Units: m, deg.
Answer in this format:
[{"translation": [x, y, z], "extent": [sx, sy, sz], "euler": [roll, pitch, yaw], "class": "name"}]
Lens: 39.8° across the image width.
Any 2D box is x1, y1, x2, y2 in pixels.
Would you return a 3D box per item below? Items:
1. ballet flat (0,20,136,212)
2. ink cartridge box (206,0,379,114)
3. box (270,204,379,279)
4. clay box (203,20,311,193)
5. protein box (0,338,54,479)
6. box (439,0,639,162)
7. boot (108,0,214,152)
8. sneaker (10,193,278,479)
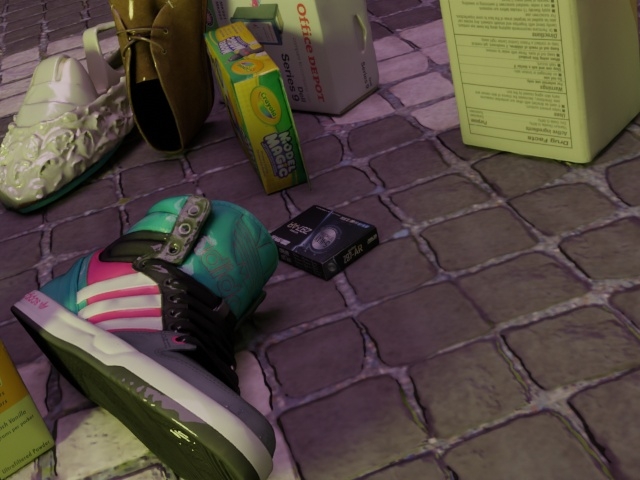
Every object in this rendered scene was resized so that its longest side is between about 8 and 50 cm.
[{"translation": [-0.285, -0.192, 1.112], "extent": [0.147, 0.146, 0.409], "euler": [4, 36, 28], "class": "ballet flat"}, {"translation": [-0.046, -0.248, 1.077], "extent": [0.213, 0.154, 0.093], "euler": [12, 40, 37], "class": "ink cartridge box"}, {"translation": [0.000, 0.000, 0.788], "extent": [0.067, 0.018, 0.083], "euler": [-33, 36, -29], "class": "box"}, {"translation": [-0.068, -0.142, 0.942], "extent": [0.053, 0.127, 0.222], "euler": [-19, 30, -6], "class": "clay box"}, {"translation": [-0.324, 0.071, 0.632], "extent": [0.136, 0.201, 0.200], "euler": [-33, 35, -27], "class": "protein box"}, {"translation": [0.196, -0.239, 0.807], "extent": [0.148, 0.311, 0.121], "euler": [17, 43, 40], "class": "box"}, {"translation": [-0.183, -0.238, 0.977], "extent": [0.112, 0.305, 0.115], "euler": [-4, 36, 10], "class": "boot"}, {"translation": [-0.087, 0.057, 0.643], "extent": [0.178, 0.123, 0.296], "euler": [-42, 38, -23], "class": "sneaker"}]
